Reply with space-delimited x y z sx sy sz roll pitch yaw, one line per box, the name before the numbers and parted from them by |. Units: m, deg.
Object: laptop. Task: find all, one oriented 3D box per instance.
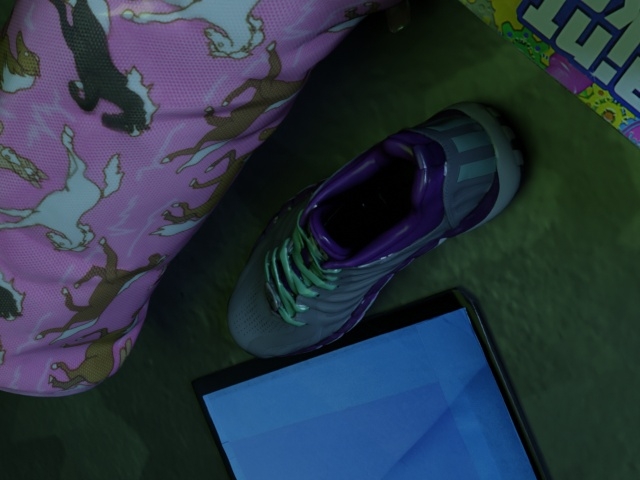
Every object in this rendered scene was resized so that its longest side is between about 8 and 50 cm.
laptop | 0.009 0.195 0.609 0.234 0.264 0.136 -24 125 38

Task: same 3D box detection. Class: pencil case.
pencil case | -0.100 -0.067 0.594 0.167 0.160 0.386 34 127 -12

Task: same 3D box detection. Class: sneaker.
sneaker | 0.000 0.000 0.584 0.224 0.098 0.083 -41 73 36

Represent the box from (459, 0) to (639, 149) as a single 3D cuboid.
box | 0.169 -0.185 0.363 0.290 0.177 0.279 44 124 17
